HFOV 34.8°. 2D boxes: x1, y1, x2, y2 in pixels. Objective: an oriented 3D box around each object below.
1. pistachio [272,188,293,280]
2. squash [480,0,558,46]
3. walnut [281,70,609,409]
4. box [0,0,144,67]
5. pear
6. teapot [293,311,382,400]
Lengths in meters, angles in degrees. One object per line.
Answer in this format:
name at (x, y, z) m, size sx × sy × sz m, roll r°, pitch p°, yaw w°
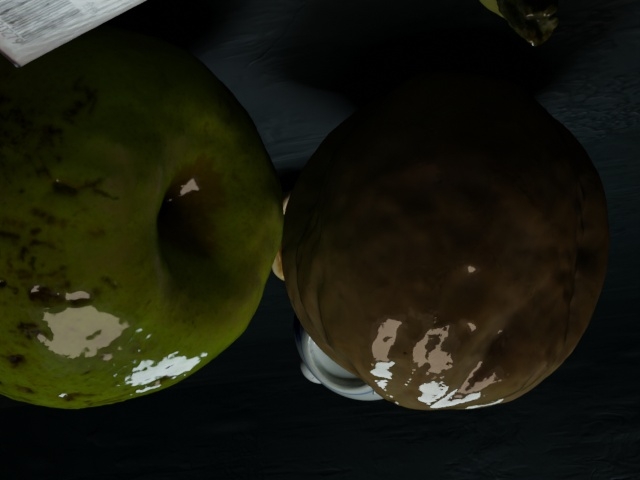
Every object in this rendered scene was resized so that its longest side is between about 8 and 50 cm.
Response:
pistachio at (0.000, 0.000, 1.446) m, size 0.157 × 0.157 × 0.229 m, roll -6°, pitch 157°, yaw 6°
squash at (0.116, -0.214, 0.648) m, size 0.094 × 0.224 × 0.094 m, roll -5°, pitch 156°, yaw -2°
walnut at (0.131, 0.002, 1.110) m, size 0.381 × 0.381 × 0.381 m, roll -4°, pitch 163°, yaw -1°
box at (-0.176, -0.237, 0.604) m, size 0.194 × 0.111 × 0.260 m, roll -26°, pitch 157°, yaw 5°
pear at (-0.238, -0.023, 0.971) m, size 0.391 × 0.391 × 0.391 m, roll -4°, pitch 163°, yaw -1°
teapot at (0.091, 0.137, 1.780) m, size 0.424 × 0.252 × 0.280 m, roll -43°, pitch 179°, yaw 29°
